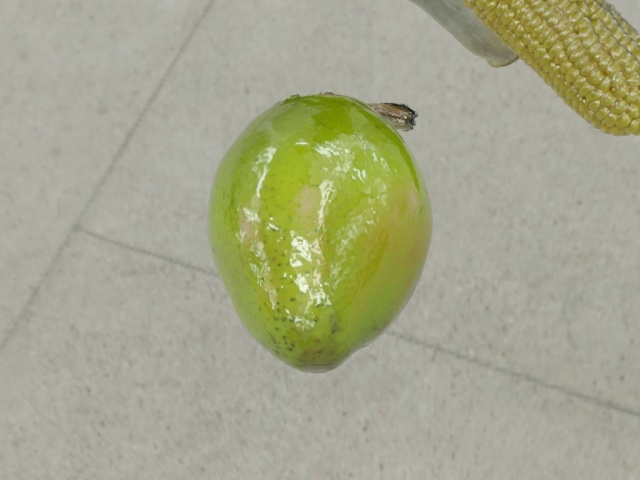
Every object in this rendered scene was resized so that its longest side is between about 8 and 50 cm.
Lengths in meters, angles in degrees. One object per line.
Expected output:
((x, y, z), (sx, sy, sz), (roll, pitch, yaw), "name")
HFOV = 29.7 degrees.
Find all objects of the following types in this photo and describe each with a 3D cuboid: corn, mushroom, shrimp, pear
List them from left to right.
((0.000, 0.000, 0.968), (0.187, 0.187, 0.220), (-8, 66, 2), "pear")
((0.085, -0.111, 1.555), (0.166, 0.049, 0.161), (-26, 69, -37), "shrimp")
((0.149, -0.316, 1.491), (0.095, 0.351, 0.123), (9, 84, 50), "mushroom")
((0.220, -0.212, 1.157), (0.310, 0.101, 0.101), (45, 71, 7), "corn")
